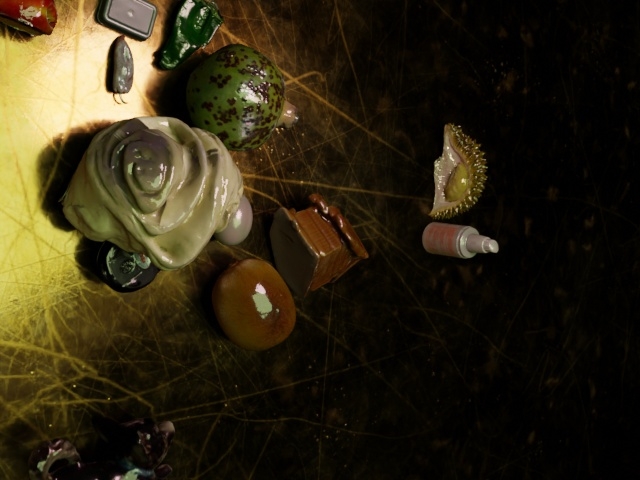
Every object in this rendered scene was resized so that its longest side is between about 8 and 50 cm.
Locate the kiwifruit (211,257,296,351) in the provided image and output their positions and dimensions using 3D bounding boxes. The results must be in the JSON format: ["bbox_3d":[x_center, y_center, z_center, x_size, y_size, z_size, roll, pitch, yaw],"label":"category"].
[{"bbox_3d":[-0.167,0.155,1.853,0.196,0.196,0.234,-31,108,-32],"label":"kiwifruit"}]

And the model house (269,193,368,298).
[{"bbox_3d":[-0.001,0.000,1.987,0.229,0.219,0.199,-24,69,-39],"label":"model house"}]

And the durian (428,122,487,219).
[{"bbox_3d":[0.437,-0.215,2.331,0.172,0.166,0.306,-32,125,-64],"label":"durian"}]

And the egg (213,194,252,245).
[{"bbox_3d":[-0.219,-0.054,1.836,0.103,0.103,0.135,11,86,-39],"label":"egg"}]

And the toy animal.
[{"bbox_3d":[-0.466,0.506,1.659,0.344,0.194,0.302,-33,121,-37],"label":"toy animal"}]

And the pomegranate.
[{"bbox_3d":[-0.183,-0.324,1.741,0.271,0.254,0.254,20,83,-21],"label":"pomegranate"}]

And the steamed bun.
[{"bbox_3d":[-0.350,-0.123,1.564,0.394,0.237,0.346,-16,62,-16],"label":"steamed bun"}]

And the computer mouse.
[{"bbox_3d":[-0.411,0.022,1.701,0.233,0.096,0.137,-36,121,-34],"label":"computer mouse"}]

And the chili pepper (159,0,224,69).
[{"bbox_3d":[-0.310,-0.489,1.737,0.108,0.062,0.216,39,72,-28],"label":"chili pepper"}]

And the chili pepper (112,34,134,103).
[{"bbox_3d":[-0.439,-0.383,1.660,0.050,0.041,0.153,-12,108,-80],"label":"chili pepper"}]

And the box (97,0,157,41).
[{"bbox_3d":[-0.427,-0.505,1.658,0.126,0.031,0.091,19,85,-40],"label":"box"}]

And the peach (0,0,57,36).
[{"bbox_3d":[-0.609,-0.471,1.481,0.172,0.127,0.092,18,93,-13],"label":"peach"}]

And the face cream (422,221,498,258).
[{"bbox_3d":[0.430,0.003,2.265,0.101,0.252,0.101,-6,99,-38],"label":"face cream"}]
